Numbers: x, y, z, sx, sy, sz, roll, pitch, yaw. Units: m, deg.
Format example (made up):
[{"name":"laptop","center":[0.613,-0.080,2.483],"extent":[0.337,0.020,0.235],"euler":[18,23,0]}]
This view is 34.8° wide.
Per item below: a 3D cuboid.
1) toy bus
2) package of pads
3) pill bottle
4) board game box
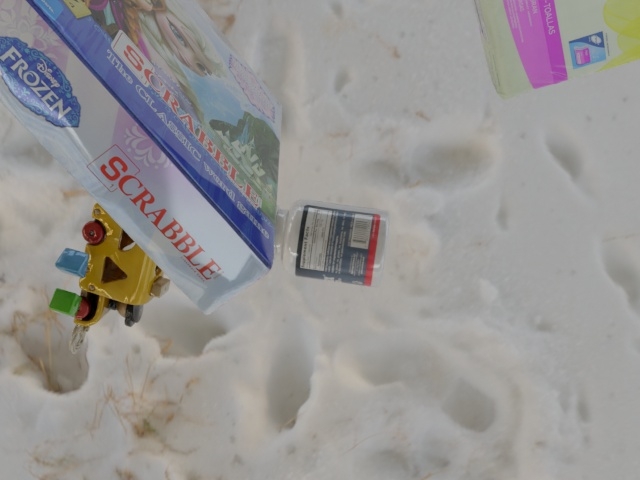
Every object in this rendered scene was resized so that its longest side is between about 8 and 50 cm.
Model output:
[{"name":"toy bus","center":[-0.240,0.039,1.265],"extent":[0.104,0.202,0.191],"euler":[17,63,7]},{"name":"package of pads","center":[0.300,-0.292,1.050],"extent":[0.296,0.229,0.101],"euler":[-16,47,9]},{"name":"pill bottle","center":[0.000,0.000,1.388],"extent":[0.180,0.108,0.108],"euler":[8,68,3]},{"name":"board game box","center":[-0.151,-0.147,0.769],"extent":[0.066,0.318,0.318],"euler":[-34,114,16]}]
